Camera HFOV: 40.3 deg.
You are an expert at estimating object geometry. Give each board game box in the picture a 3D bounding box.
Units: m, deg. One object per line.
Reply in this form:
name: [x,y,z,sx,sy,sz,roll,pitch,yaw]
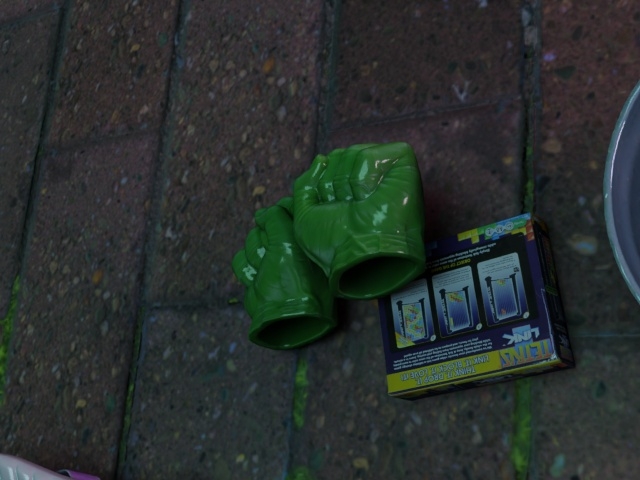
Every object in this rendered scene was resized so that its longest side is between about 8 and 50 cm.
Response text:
board game box: [0.139,0.065,0.821,0.170,0.048,0.141,-17,67,29]

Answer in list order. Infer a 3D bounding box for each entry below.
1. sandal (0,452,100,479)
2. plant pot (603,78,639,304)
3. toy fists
sandal: [-0.273,0.330,0.987,0.416,0.102,0.169,3,91,22]
plant pot: [0.371,-0.018,0.600,0.293,0.196,0.293,-12,69,31]
toy fists: [0.000,0.000,0.868,0.279,0.096,0.142,-39,43,48]
